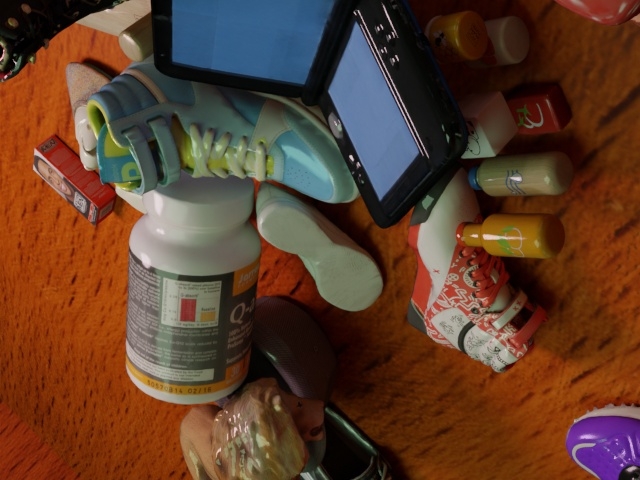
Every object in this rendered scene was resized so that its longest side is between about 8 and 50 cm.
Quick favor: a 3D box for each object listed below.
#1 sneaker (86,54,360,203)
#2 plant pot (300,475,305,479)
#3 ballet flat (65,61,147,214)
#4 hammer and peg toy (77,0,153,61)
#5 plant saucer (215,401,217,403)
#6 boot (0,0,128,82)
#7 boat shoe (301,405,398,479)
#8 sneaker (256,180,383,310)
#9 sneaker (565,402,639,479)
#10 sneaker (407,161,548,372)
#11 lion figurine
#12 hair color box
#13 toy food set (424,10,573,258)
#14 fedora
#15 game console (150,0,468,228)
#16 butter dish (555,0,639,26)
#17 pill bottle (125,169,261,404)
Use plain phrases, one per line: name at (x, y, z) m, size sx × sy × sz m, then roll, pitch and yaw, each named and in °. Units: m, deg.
sneaker at (-0.122, -0.094, 1.079) m, size 0.319 × 0.208 × 0.127 m, roll 32°, pitch 144°, yaw 21°
plant pot at (-0.068, 0.483, 1.648) m, size 0.272 × 0.255 × 0.271 m, roll 30°, pitch 146°, yaw 23°
ballet flat at (-0.253, -0.116, 1.306) m, size 0.316 × 0.106 × 0.107 m, roll 40°, pitch 150°, yaw 8°
hammer and peg toy at (-0.203, -0.305, 1.004) m, size 0.361 × 0.127 × 0.266 m, roll 23°, pitch 143°, yaw 32°
plant saucer at (-0.172, 0.219, 1.672) m, size 0.199 × 0.036 × 0.198 m, roll 31°, pitch 146°, yaw 24°
boot at (-0.220, -0.213, 0.863) m, size 0.236 × 0.178 × 0.085 m, roll -1°, pitch 133°, yaw 16°
boat shoe at (0.055, 0.376, 1.504) m, size 0.335 × 0.121 × 0.119 m, roll 41°, pitch 153°, yaw 11°
sneaker at (0.000, 0.000, 1.190) m, size 0.212 × 0.080 × 0.094 m, roll 45°, pitch -167°, yaw -34°
sneaker at (0.368, 0.273, 0.992) m, size 0.293 × 0.146 × 0.102 m, roll 17°, pitch 139°, yaw 37°
sneaker at (0.170, 0.035, 1.006) m, size 0.145 × 0.090 × 0.270 m, roll 29°, pitch 149°, yaw 23°
lion figurine at (-0.124, 0.298, 1.362) m, size 0.392 × 0.142 × 0.240 m, roll -7°, pitch 109°, yaw 54°
hair color box at (-0.393, -0.095, 1.556) m, size 0.141 × 0.043 × 0.072 m, roll 42°, pitch 150°, yaw 6°
toy food set at (0.142, -0.099, 0.856) m, size 0.104 × 0.111 × 0.232 m, roll 1°, pitch 130°, yaw 49°
fedora at (-0.059, 0.188, 1.417) m, size 0.244 × 0.124 × 0.275 m, roll -2°, pitch 119°, yaw 49°
game console at (-0.025, -0.126, 0.872) m, size 0.293 × 0.173 × 0.250 m, roll 122°, pitch 124°, yaw -76°
butter dish at (0.188, -0.213, 0.664) m, size 0.160 × 0.118 × 0.160 m, roll 39°, pitch 149°, yaw 11°
pill bottle at (-0.158, 0.050, 1.209) m, size 0.162 × 0.162 × 0.278 m, roll 25°, pitch 122°, yaw 29°
